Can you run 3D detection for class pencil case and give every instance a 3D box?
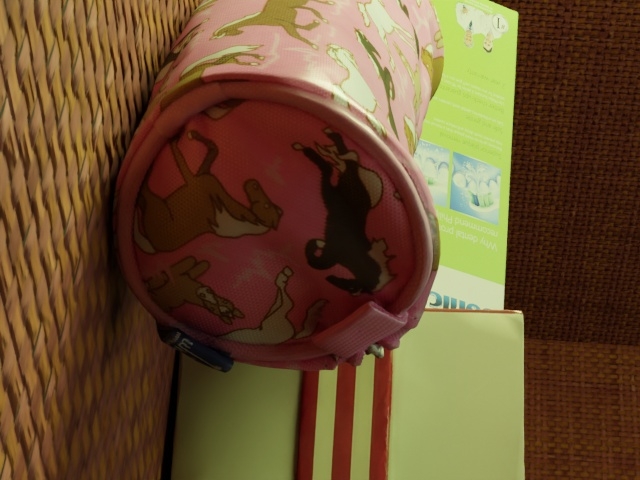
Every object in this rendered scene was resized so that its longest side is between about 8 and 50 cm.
[{"bbox_3d":[-0.007,-0.069,0.898,0.386,0.160,0.167,-80,-179,-66],"label":"pencil case"}]

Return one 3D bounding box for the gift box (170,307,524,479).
[{"bbox_3d":[0.032,0.205,1.045,0.276,0.255,0.258,71,20,-65],"label":"gift box"}]

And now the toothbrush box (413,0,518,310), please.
[{"bbox_3d":[0.036,-0.033,1.188,0.206,0.122,0.283,-24,-124,53],"label":"toothbrush box"}]
